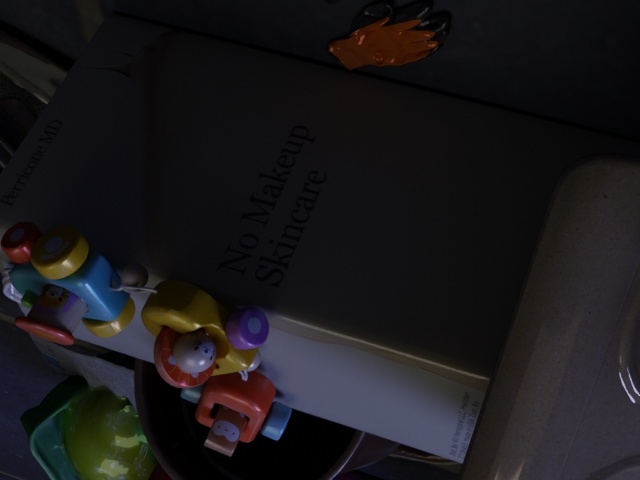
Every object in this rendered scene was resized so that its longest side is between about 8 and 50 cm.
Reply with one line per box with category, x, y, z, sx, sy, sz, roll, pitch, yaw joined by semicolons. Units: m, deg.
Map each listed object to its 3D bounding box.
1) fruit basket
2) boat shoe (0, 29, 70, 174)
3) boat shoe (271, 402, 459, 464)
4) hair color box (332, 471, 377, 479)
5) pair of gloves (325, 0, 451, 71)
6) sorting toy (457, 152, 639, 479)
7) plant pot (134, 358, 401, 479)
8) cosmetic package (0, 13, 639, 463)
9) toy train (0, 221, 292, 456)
fruit basket;-0.115;0.226;0.896;0.353;0.165;0.327;-1;123;48
boat shoe;-0.262;-0.102;0.601;0.285;0.092;0.103;29;150;-11
boat shoe;0.019;0.126;0.791;0.257;0.095;0.095;17;173;26
hair color box;0.115;0.378;1.049;0.347;0.174;0.105;17;149;9
pair of gloves;0.019;-0.115;0.472;0.074;0.010;0.083;-7;138;42
sorting toy;0.181;0.032;0.405;0.229;0.307;0.041;8;-162;-21
plant pot;-0.013;0.094;0.665;0.167;0.167;0.165;8;173;24
cosmetic package;0.000;0.000;0.525;0.309;0.160;0.113;15;149;10
toy train;-0.087;0.057;0.471;0.166;0.046;0.125;27;147;-5
